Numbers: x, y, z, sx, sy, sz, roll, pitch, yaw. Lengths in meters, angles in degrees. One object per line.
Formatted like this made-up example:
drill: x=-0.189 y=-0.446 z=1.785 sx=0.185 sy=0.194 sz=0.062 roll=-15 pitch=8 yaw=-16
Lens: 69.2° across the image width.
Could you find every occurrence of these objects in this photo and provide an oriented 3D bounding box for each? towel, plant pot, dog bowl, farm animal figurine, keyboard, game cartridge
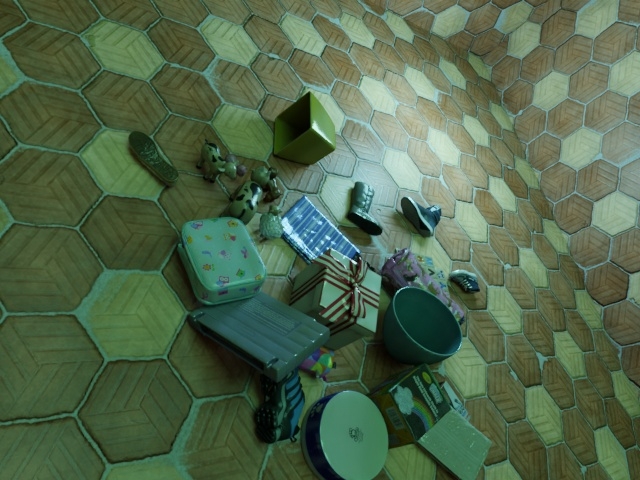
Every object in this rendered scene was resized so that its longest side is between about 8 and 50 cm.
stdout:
towel: x=0.476 y=0.719 z=1.663 sx=0.282 sy=0.049 sz=0.187 roll=43 pitch=65 yaw=-7
plant pot: x=0.342 y=0.345 z=1.706 sx=0.290 sy=0.195 sz=0.290 roll=20 pitch=38 yaw=-17
dog bowl: x=0.077 y=0.602 z=1.422 sx=0.264 sy=0.104 sz=0.265 roll=20 pitch=53 yaw=-28
plant pot: x=-0.050 y=-0.436 z=1.911 sx=0.187 sy=0.212 sz=0.212 roll=28 pitch=48 yaw=-38
farm animal figurine: x=-0.261 y=-0.189 z=1.600 sx=0.330 sy=0.172 sz=0.327 roll=18 pitch=54 yaw=-29
keyboard: x=0.185 y=0.126 z=1.835 sx=0.180 sy=0.023 sz=0.108 roll=55 pitch=40 yaw=-15
towel: x=0.000 y=0.000 z=1.783 sx=0.336 sy=0.040 sz=0.243 roll=45 pitch=45 yaw=-6
game cartridge: x=-0.175 y=0.250 z=1.332 sx=0.355 sy=0.068 sz=0.230 roll=22 pitch=30 yaw=32

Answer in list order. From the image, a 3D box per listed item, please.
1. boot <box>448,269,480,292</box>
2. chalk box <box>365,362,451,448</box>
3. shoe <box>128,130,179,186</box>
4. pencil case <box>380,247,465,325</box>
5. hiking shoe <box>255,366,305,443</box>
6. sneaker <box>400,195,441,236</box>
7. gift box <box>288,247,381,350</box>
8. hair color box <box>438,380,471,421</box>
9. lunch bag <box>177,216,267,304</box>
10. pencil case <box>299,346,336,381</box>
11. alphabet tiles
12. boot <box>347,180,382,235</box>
boot: x=0.680 y=0.194 z=2.173 sx=0.190 sy=0.069 sz=0.086 roll=10 pitch=55 yaw=-35
chalk box: x=0.302 y=0.549 z=1.582 sx=0.289 sy=0.179 sz=0.180 roll=-17 pitch=74 yaw=-44
shoe: x=-0.546 y=-0.262 z=1.512 sx=0.076 sy=0.058 sz=0.219 roll=-40 pitch=87 yaw=-25
pencil case: x=0.408 y=0.209 z=1.878 sx=0.160 sy=0.167 sz=0.386 roll=-41 pitch=92 yaw=-12
hiking shoe: x=-0.104 y=0.431 z=1.363 sx=0.132 sy=0.113 sz=0.304 roll=21 pitch=77 yaw=-46
sneaker: x=0.484 y=-0.149 z=2.211 sx=0.226 sy=0.086 sz=0.163 roll=53 pitch=55 yaw=-13
gift box: x=0.035 y=0.197 z=1.533 sx=0.276 sy=0.258 sz=0.255 roll=26 pitch=50 yaw=-25
hair color box: x=0.488 y=0.633 z=1.762 sx=0.093 sy=0.053 sz=0.167 roll=-31 pitch=84 yaw=-44
lunch bag: x=-0.310 y=0.056 z=1.418 sx=0.224 sy=0.108 sz=0.279 roll=-12 pitch=54 yaw=-30
pencil case: x=-0.065 y=0.358 z=1.470 sx=0.236 sy=0.104 sz=0.104 roll=29 pitch=49 yaw=-19
alphabet tiles: x=0.439 y=0.181 z=2.034 sx=0.342 sy=0.011 sz=0.285 roll=13 pitch=57 yaw=-32
boot: x=0.206 y=-0.141 z=2.020 sx=0.189 sy=0.076 sz=0.208 roll=37 pitch=40 yaw=-17
